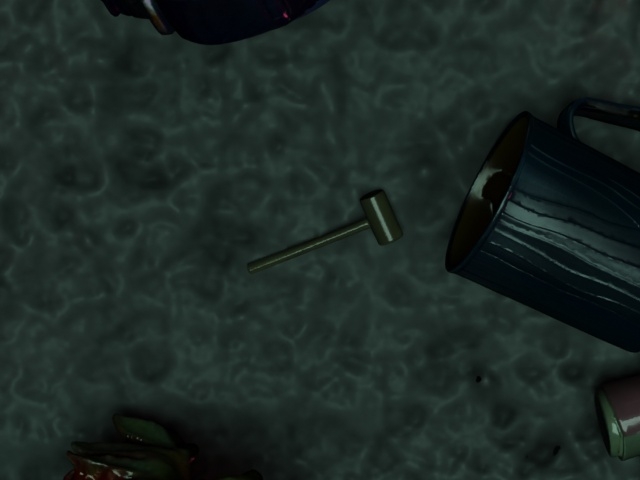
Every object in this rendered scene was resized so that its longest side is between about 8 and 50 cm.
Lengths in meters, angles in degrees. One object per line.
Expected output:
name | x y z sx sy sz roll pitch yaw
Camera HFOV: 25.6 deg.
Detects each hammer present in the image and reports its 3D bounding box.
hammer | 0.000 0.000 0.974 0.110 0.019 0.035 -21 102 12

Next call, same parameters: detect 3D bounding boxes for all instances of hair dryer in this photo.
hair dryer | 0.255 0.161 0.995 0.106 0.054 0.154 -12 113 -1

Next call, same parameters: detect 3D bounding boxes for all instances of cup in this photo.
cup | 0.176 -0.017 0.913 0.138 0.113 0.150 26 105 -6

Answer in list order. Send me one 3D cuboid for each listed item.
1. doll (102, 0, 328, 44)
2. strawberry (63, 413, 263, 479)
doll | -0.022 -0.253 0.795 0.310 0.240 0.284 -22 58 9
strawberry | -0.121 0.291 0.939 0.233 0.137 0.306 20 106 39
